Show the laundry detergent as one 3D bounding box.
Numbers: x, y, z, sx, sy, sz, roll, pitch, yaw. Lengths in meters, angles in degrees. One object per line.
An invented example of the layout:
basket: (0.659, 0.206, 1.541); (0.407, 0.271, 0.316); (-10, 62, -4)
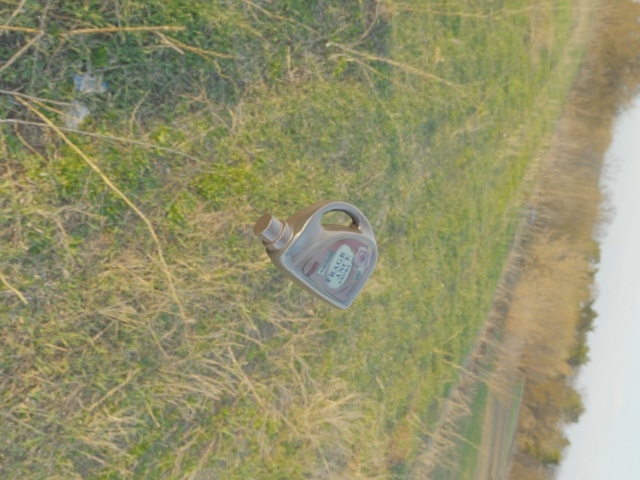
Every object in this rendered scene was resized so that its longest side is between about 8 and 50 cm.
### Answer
laundry detergent: (0.000, 0.000, 0.919); (0.237, 0.076, 0.171); (41, 77, -38)
